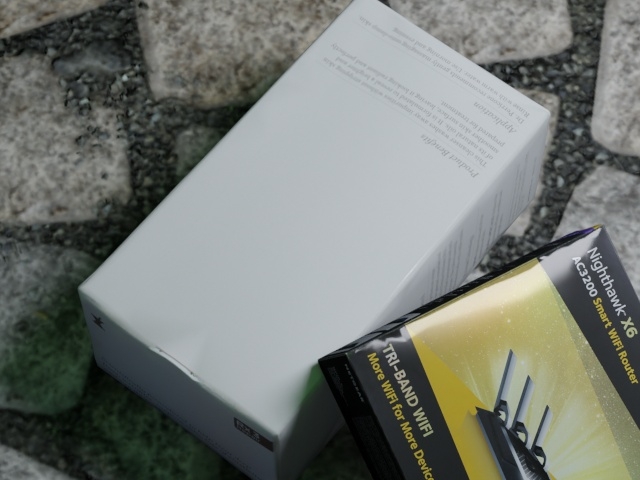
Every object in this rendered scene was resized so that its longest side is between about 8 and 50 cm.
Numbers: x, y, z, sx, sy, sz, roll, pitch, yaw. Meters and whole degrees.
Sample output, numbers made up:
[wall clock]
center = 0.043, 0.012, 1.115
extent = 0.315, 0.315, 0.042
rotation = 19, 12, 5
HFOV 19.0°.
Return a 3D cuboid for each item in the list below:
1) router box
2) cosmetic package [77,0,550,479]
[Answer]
[router box]
center = 0.174, 0.177, 1.504
extent = 0.243, 0.081, 0.309
rotation = -26, 91, -19
[cosmetic package]
center = 0.000, 0.000, 1.639
extent = 0.217, 0.156, 0.385
rotation = 36, 70, 18
